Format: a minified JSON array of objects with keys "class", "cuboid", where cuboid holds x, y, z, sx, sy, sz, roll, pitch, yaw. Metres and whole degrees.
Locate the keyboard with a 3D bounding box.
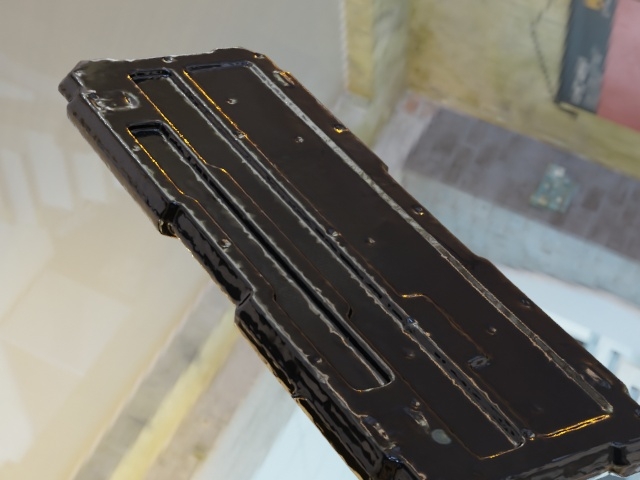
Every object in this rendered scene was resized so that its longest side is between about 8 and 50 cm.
[{"class":"keyboard","cuboid":[0.000,0.001,0.461,0.106,0.262,0.016,-10,-50,-34]}]
